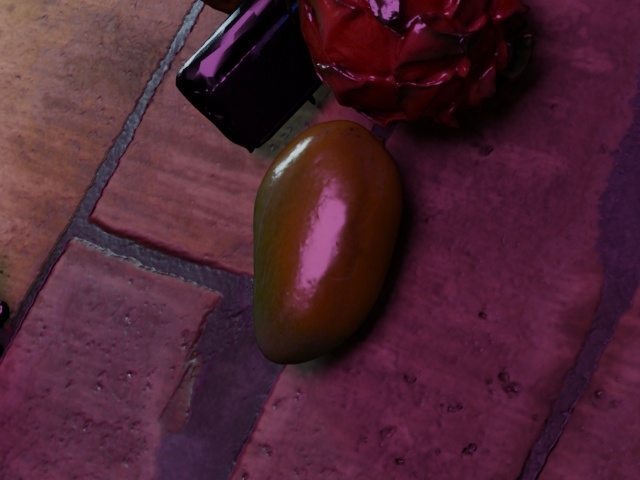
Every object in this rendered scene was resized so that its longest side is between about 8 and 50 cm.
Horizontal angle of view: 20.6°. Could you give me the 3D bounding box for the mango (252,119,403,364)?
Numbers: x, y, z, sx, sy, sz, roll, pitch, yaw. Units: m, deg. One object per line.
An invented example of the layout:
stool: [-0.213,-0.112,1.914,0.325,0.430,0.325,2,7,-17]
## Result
mango: [0.000,0.000,1.737,0.156,0.114,0.251,1,64,24]

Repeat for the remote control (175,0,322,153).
remote control: [0.025,-0.265,1.855,0.399,0.144,0.062,-48,36,-3]

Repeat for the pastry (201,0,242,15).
pastry: [-0.067,-0.369,1.906,0.235,0.240,0.132,-32,47,11]

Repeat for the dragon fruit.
dragon fruit: [0.072,-0.241,1.737,0.234,0.293,0.234,-46,8,8]

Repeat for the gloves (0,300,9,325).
gloves: [-0.422,0.081,1.957,0.129,0.106,0.181,-20,52,19]
